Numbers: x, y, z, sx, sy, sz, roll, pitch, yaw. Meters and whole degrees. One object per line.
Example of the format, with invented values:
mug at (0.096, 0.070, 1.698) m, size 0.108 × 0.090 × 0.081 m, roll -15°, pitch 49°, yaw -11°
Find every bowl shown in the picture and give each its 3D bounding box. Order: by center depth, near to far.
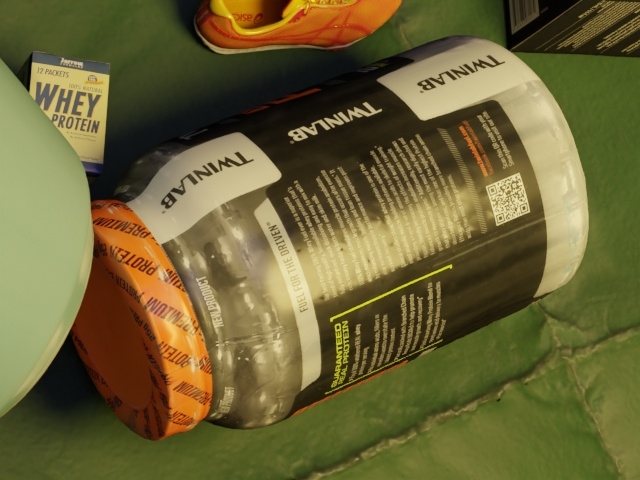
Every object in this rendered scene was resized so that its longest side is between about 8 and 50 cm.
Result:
bowl at (-0.259, 0.009, 1.232) m, size 0.163 × 0.311 × 0.311 m, roll 30°, pitch 66°, yaw -35°

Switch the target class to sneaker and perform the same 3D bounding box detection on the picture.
sneaker at (-0.008, -0.177, 1.483) m, size 0.175 × 0.067 × 0.064 m, roll -16°, pitch 81°, yaw -27°

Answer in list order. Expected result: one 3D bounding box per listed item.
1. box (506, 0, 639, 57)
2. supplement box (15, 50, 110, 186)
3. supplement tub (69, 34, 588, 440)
box at (0.280, -0.225, 1.504) m, size 0.184 × 0.261 × 0.103 m, roll 3°, pitch 75°, yaw -22°
supplement box at (-0.187, -0.078, 1.374) m, size 0.056 × 0.083 × 0.083 m, roll 8°, pitch 73°, yaw -20°
supplement tub at (0.000, 0.000, 1.363) m, size 0.338 × 0.207 × 0.207 m, roll -23°, pitch 86°, yaw -26°
